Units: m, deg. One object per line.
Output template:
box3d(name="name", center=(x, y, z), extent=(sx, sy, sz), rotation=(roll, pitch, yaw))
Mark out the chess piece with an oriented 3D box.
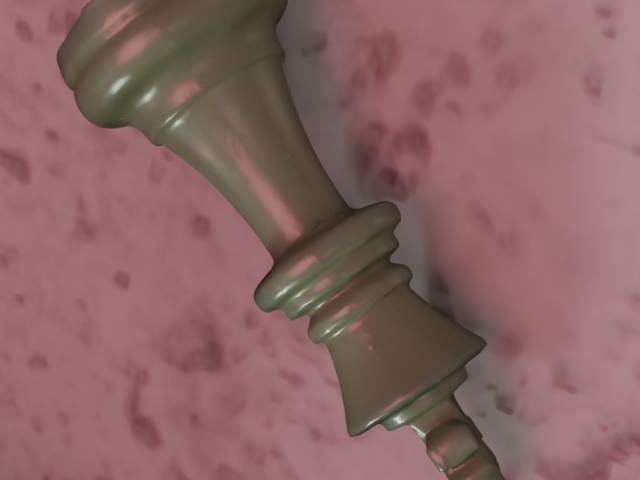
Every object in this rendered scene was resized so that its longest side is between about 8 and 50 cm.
box3d(name="chess piece", center=(0.000, 0.000, 0.398), extent=(0.059, 0.059, 0.149), rotation=(-39, 83, 34))
